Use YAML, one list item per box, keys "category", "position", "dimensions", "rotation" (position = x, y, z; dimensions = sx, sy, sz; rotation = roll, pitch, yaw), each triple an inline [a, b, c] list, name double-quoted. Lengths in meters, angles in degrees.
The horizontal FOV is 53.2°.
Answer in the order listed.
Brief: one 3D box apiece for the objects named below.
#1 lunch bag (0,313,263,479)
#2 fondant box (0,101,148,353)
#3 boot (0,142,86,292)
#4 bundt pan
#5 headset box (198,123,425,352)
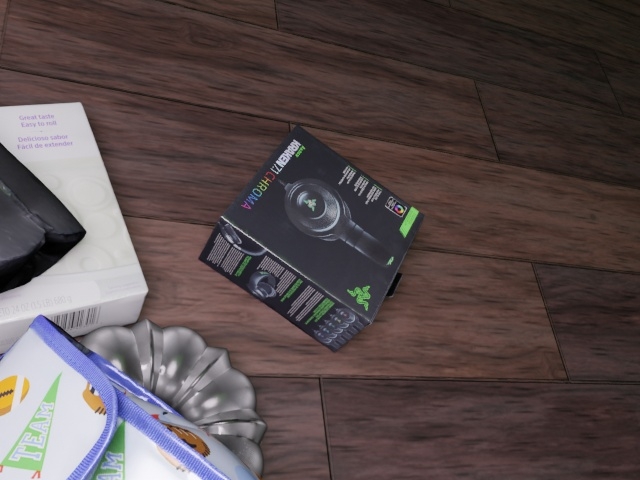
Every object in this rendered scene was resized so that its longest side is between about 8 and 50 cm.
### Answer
- category: "lunch bag"
  position: [-0.208, 0.294, 0.541]
  dimensions: [0.385, 0.239, 0.328]
  rotation: [36, 74, 11]
- category: "fondant box"
  position: [-0.399, -0.026, 0.846]
  dimensions: [0.238, 0.096, 0.330]
  rotation: [-12, 62, -32]
- category: "boot"
  position: [-0.440, -0.152, 0.745]
  dimensions: [0.445, 0.146, 0.367]
  rotation: [42, 26, -2]
- category: "bundt pan"
  position: [-0.211, 0.237, 0.765]
  dimensions: [0.331, 0.124, 0.331]
  rotation: [13, 55, -19]
- category: "headset box"
  position: [0.000, 0.000, 1.016]
  dimensions: [0.283, 0.131, 0.246]
  rotation: [36, 51, -3]
